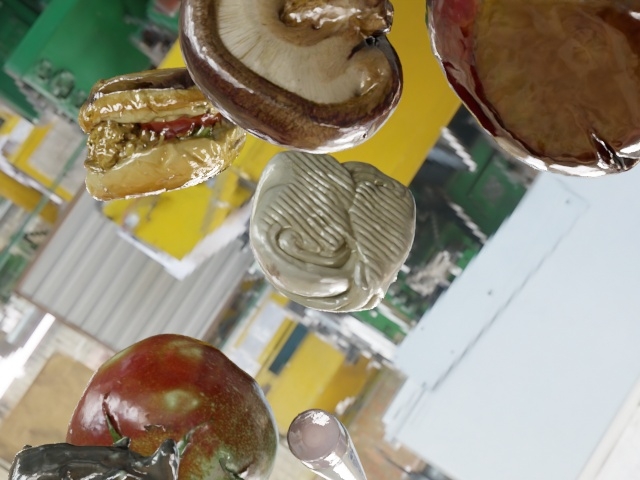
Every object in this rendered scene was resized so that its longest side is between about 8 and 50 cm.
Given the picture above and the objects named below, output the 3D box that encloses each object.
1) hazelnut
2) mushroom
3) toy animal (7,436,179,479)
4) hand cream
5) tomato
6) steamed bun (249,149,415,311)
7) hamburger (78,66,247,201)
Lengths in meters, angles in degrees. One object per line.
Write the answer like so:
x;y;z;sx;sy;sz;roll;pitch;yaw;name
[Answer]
0.358;-0.305;1.546;0.429;0.402;0.402;38;172;-7;hazelnut
-0.031;-0.180;1.040;0.138;0.194;0.231;91;162;-74;mushroom
-0.185;0.242;0.854;0.146;0.245;0.114;22;-166;-12;toy animal
0.019;0.328;1.724;0.133;0.083;0.248;58;180;31;hand cream
-0.215;0.278;1.619;0.303;0.303;0.239;35;-146;-14;tomato
0.010;0.003;2.112;0.310;0.324;0.219;17;140;-9;steamed bun
-0.208;-0.149;1.500;0.244;0.163;0.244;-10;-174;1;hamburger
